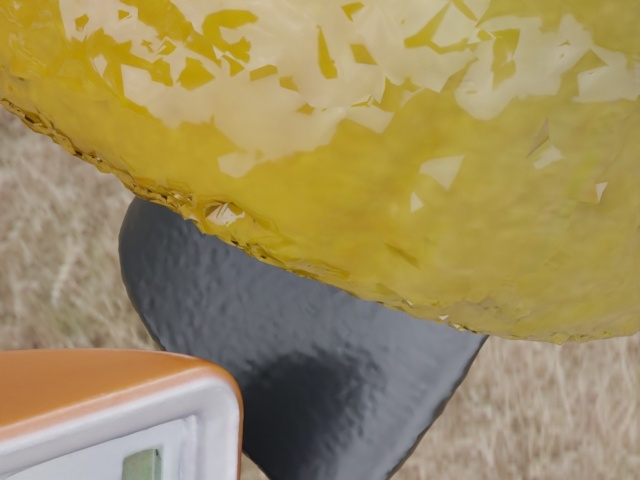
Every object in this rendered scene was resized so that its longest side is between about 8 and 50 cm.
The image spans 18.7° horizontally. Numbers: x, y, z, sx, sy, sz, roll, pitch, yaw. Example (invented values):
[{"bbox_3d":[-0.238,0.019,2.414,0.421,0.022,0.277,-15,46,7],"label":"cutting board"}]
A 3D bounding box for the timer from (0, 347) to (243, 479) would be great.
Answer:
[{"bbox_3d":[-0.156,0.180,0.862,0.250,0.257,0.161,-7,23,-25],"label":"timer"}]

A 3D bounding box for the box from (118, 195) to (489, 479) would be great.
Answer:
[{"bbox_3d":[0.000,0.000,0.927,0.212,0.042,0.201,45,109,30],"label":"box"}]

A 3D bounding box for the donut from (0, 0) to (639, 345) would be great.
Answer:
[{"bbox_3d":[-0.001,-0.073,0.481,0.277,0.277,0.108,34,105,21],"label":"donut"}]
